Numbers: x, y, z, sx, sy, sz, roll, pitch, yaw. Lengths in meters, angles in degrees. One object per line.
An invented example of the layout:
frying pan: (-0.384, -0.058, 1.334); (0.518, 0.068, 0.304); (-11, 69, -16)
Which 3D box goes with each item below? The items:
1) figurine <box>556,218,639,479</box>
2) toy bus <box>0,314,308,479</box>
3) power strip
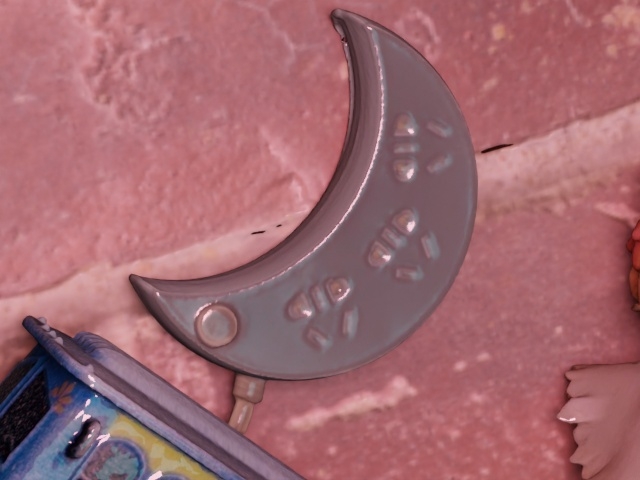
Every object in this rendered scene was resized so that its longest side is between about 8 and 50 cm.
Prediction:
figurine: (0.255, 0.045, 1.221); (0.166, 0.207, 0.387); (12, 91, -58)
toy bus: (-0.084, 0.202, 1.145); (0.312, 0.152, 0.190); (37, 86, -20)
power strip: (0.000, 0.000, 1.195); (0.167, 0.054, 0.253); (37, 85, -19)
